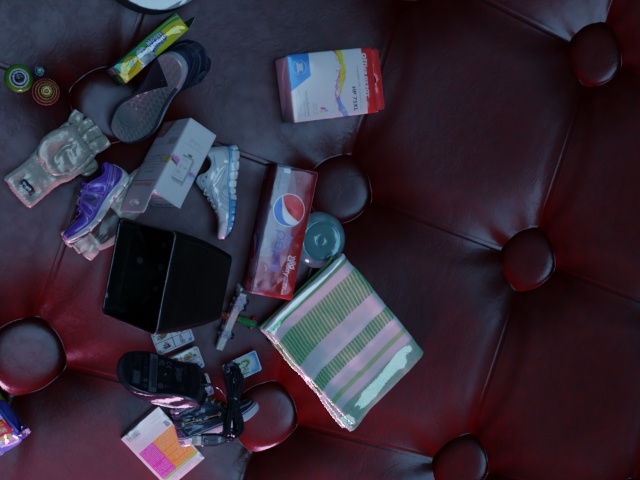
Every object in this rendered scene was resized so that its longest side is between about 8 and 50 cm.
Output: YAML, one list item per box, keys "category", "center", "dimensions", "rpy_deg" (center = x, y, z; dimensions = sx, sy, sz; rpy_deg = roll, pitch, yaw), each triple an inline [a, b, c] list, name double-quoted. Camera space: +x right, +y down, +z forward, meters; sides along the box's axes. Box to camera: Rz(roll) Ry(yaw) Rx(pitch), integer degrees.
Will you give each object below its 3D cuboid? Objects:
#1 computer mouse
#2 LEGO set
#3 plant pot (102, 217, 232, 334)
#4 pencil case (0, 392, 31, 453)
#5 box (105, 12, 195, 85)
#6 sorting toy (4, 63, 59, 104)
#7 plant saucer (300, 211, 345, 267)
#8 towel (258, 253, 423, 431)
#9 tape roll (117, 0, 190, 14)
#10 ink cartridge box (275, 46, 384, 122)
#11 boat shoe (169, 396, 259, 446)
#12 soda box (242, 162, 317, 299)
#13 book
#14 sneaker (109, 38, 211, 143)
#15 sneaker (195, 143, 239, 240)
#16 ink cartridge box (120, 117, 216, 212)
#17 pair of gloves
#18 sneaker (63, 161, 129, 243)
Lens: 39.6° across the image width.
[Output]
- category: "computer mouse"
  center: [-0.268, 0.311, 1.695]
  dimensions: [0.261, 0.060, 0.184]
  rpy_deg: [12, 49, -28]
- category: "LEGO set"
  center: [-0.206, 0.207, 1.798]
  dimensions: [0.244, 0.060, 0.183]
  rpy_deg: [-24, 116, -16]
- category: "plant pot"
  center: [-0.276, 0.070, 1.670]
  dimensions: [0.167, 0.188, 0.188]
  rpy_deg: [9, 92, -44]
- category: "pencil case"
  center: [-0.673, 0.385, 1.577]
  dimensions: [0.306, 0.119, 0.133]
  rpy_deg: [-35, 130, -13]
- category: "box"
  center: [-0.315, -0.362, 1.651]
  dimensions: [0.179, 0.105, 0.043]
  rpy_deg: [-42, 109, -12]
- category: "sorting toy"
  center: [-0.521, -0.288, 1.614]
  dimensions: [0.102, 0.042, 0.061]
  rpy_deg: [26, 86, -21]
- category: "plant saucer"
  center: [0.000, 0.000, 1.853]
  dimensions: [0.119, 0.021, 0.120]
  rpy_deg: [-2, 97, -21]
- category: "towel"
  center: [0.052, 0.215, 1.869]
  dimensions: [0.248, 0.038, 0.325]
  rpy_deg: [-44, 114, -13]
- category: "tape roll"
  center: [-0.311, -0.535, 1.651]
  dimensions: [0.219, 0.072, 0.219]
  rpy_deg: [-2, 97, -21]
- category: "ink cartridge box"
  center: [0.034, -0.317, 1.801]
  dimensions: [0.230, 0.078, 0.134]
  rpy_deg: [-11, 99, -20]
- category: "boat shoe"
  center: [-0.210, 0.338, 1.777]
  dimensions: [0.183, 0.065, 0.083]
  rpy_deg: [-21, 96, -32]
- category: "soda box"
  center: [-0.083, -0.019, 1.786]
  dimensions: [0.092, 0.083, 0.264]
  rpy_deg: [12, 92, -20]
- category: "book"
  center: [-0.315, 0.411, 1.773]
  dimensions: [0.096, 0.035, 0.144]
  rpy_deg: [-40, 107, -10]
- category: "sneaker"
  center: [-0.296, -0.286, 1.679]
  dimensions: [0.086, 0.163, 0.226]
  rpy_deg: [43, 121, -10]
- category: "sneaker"
  center: [-0.206, -0.095, 1.747]
  dimensions: [0.082, 0.071, 0.191]
  rpy_deg: [2, 87, -15]
- category: "ink cartridge box"
  center: [-0.286, -0.126, 1.660]
  dimensions: [0.067, 0.115, 0.198]
  rpy_deg: [34, 73, -32]
- category: "pair of gloves"
  center: [-0.440, -0.100, 1.663]
  dimensions: [0.204, 0.042, 0.240]
  rpy_deg: [-50, 116, -15]
- category: "sneaker"
  center: [-0.422, -0.069, 1.627]
  dimensions: [0.071, 0.068, 0.170]
  rpy_deg: [36, 69, -14]
